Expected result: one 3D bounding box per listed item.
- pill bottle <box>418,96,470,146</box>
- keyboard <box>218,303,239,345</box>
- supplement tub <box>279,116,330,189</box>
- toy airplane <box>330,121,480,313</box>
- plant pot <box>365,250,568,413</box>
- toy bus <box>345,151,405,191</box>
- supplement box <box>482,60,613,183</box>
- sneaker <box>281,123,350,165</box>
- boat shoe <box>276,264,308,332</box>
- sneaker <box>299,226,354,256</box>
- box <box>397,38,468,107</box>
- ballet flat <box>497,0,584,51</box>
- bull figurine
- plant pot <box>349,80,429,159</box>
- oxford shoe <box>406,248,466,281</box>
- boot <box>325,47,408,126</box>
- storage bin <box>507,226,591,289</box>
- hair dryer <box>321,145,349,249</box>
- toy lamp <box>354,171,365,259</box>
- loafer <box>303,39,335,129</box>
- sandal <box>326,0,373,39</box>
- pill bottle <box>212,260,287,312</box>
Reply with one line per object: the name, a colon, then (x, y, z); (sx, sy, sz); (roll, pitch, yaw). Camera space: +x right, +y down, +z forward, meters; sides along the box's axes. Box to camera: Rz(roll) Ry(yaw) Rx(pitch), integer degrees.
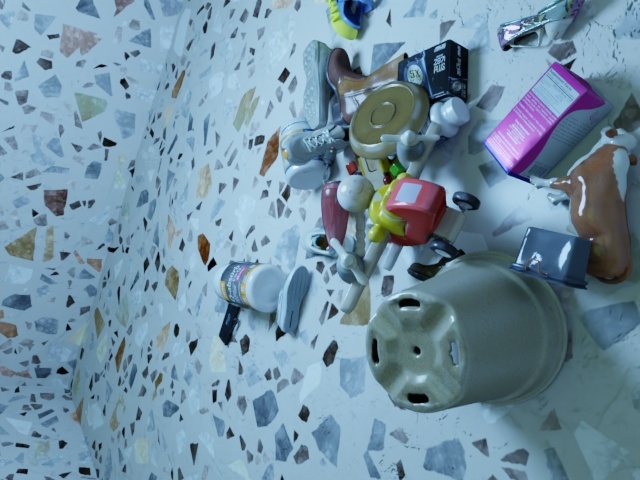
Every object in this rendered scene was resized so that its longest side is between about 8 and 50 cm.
pill bottle: (0.288, -0.289, 1.469); (0.169, 0.094, 0.094); (-28, 60, 45)
keyboard: (-0.333, 0.302, 2.177); (0.108, 0.023, 0.180); (34, 109, 57)
supplement tub: (-0.053, -0.278, 1.860); (0.144, 0.144, 0.199); (-37, 54, 41)
toy airplane: (0.160, -0.064, 1.353); (0.384, 0.273, 0.386); (-58, 8, 35)
plant pot: (0.265, 0.194, 1.146); (0.334, 0.306, 0.333); (3, 94, 41)
toy bus: (0.172, -0.206, 1.583); (0.191, 0.104, 0.202); (47, 140, 33)
supplement box: (0.468, -0.238, 1.211); (0.220, 0.111, 0.113); (-50, 45, 31)
sneaker: (0.003, -0.296, 1.701); (0.121, 0.262, 0.099); (-24, 91, 50)
boat shoe: (-0.103, 0.180, 1.860); (0.076, 0.083, 0.226); (24, 101, 51)
sneaker: (0.000, 0.000, 1.767); (0.229, 0.092, 0.087); (4, 87, 54)
box: (0.288, -0.413, 1.512); (0.180, 0.078, 0.147); (-7, 75, 51)
ballet flat: (0.488, -0.472, 1.287); (0.222, 0.077, 0.079); (-5, 96, 56)
bull figurine: (0.515, -0.068, 1.121); (0.188, 0.101, 0.310); (-14, 70, 53)
plant pot: (0.165, -0.316, 1.491); (0.236, 0.032, 0.236); (-21, 54, 31)
oxford shoe: (0.308, 0.067, 1.373); (0.227, 0.083, 0.096); (6, 83, 40)
boot: (0.137, -0.488, 1.710); (0.281, 0.096, 0.264); (-15, 69, 49)
storage bin: (0.427, 0.028, 1.081); (0.135, 0.098, 0.091); (19, 98, 53)
hair dryer: (0.052, -0.102, 1.662); (0.080, 0.223, 0.293); (-2, 55, 10)
toy lamp: (0.112, -0.057, 1.651); (0.080, 0.080, 0.274); (-12, 72, 50)
loafer: (0.009, -0.494, 1.857); (0.112, 0.112, 0.319); (-32, 53, 57)
sandal: (0.081, -0.789, 1.847); (0.138, 0.126, 0.317); (-39, 61, 36)
pill bottle: (-0.247, 0.152, 1.989); (0.279, 0.162, 0.162); (1, 83, 52)
